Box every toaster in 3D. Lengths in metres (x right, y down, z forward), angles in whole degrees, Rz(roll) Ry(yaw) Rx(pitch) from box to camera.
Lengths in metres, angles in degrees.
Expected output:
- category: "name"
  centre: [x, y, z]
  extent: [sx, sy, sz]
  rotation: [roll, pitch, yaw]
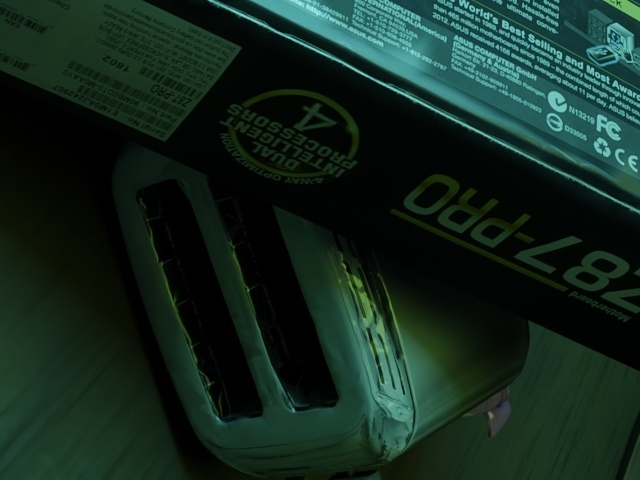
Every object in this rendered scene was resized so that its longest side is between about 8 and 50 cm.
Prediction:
- category: "toaster"
  centre: [0.000, 0.000, 0.689]
  extent: [0.146, 0.129, 0.227]
  rotation: [-32, 108, -56]

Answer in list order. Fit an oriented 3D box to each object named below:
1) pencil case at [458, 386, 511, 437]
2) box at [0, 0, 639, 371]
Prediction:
- category: "pencil case"
  centre: [0.081, -0.004, 0.790]
  extent: [0.086, 0.088, 0.206]
  rotation: [-39, 146, -52]
- category: "box"
  centre: [0.060, -0.135, 0.650]
  extent: [0.394, 0.097, 0.318]
  rotation: [23, 50, -21]
